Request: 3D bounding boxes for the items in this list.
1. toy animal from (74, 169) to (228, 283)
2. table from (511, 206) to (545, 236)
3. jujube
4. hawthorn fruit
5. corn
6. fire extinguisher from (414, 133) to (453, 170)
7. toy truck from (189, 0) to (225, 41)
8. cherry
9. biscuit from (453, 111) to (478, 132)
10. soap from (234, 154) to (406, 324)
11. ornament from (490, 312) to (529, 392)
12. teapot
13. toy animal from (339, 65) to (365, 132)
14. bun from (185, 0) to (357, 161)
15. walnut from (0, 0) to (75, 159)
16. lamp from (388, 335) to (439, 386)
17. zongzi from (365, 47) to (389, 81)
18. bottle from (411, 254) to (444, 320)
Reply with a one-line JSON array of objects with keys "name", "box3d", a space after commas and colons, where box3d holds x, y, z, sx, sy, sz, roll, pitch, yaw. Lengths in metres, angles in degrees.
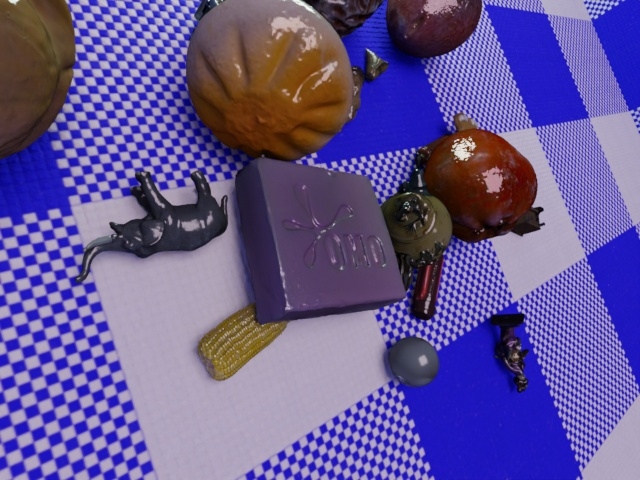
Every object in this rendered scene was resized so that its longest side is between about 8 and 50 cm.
[{"name": "toy animal", "box3d": [-0.268, -0.036, 0.670, 0.269, 0.082, 0.137, -19, 85, -36]}, {"name": "table", "box3d": [0.617, -0.066, 1.250, 0.083, 0.082, 0.070, 19, 66, -27]}, {"name": "jujube", "box3d": [0.040, -0.602, 0.971, 0.226, 0.226, 0.317, 50, 51, -10]}, {"name": "hawthorn fruit", "box3d": [0.373, -0.126, 1.008, 0.284, 0.284, 0.285, 10, 70, -30]}, {"name": "corn", "box3d": [-0.128, 0.163, 0.710, 0.165, 0.063, 0.085, -30, 81, -38]}, {"name": "fire extinguisher", "box3d": [0.306, -0.239, 1.123, 0.177, 0.050, 0.062, -33, 104, -34]}, {"name": "toy truck", "box3d": [-0.150, -0.392, 0.845, 0.257, 0.108, 0.140, 50, 42, -7]}, {"name": "cherry", "box3d": [0.303, -0.634, 1.143, 0.261, 0.221, 0.307, 40, 71, -7]}, {"name": "biscuit", "box3d": [0.438, -0.246, 1.192, 0.158, 0.035, 0.241, -11, 91, -49]}, {"name": "soap", "box3d": [0.000, 0.000, 0.787, 0.296, 0.107, 0.286, 0, 67, -41]}, {"name": "ornament", "box3d": [0.502, 0.290, 1.081, 0.081, 0.088, 0.203, -27, 104, -59]}, {"name": "teapot", "box3d": [0.190, -0.024, 0.887, 0.182, 0.173, 0.270, 51, 50, -64]}, {"name": "toy animal", "box3d": [0.062, -0.348, 0.988, 0.086, 0.069, 0.220, 30, 63, -33]}, {"name": "bun", "box3d": [-0.088, -0.249, 0.710, 0.298, 0.299, 0.165, 27, 49, -23]}, {"name": "walnut", "box3d": [-0.491, -0.216, 0.430, 0.383, 0.383, 0.384, 10, 70, -30]}, {"name": "lamp", "box3d": [0.196, 0.254, 0.869, 0.105, 0.105, 0.105, 10, 70, -30]}, {"name": "zongzi", "box3d": [0.128, -0.464, 1.086, 0.083, 0.040, 0.076, 45, 63, 1]}, {"name": "bottle", "box3d": [0.254, 0.107, 0.979, 0.060, 0.060, 0.164, 30, 62, -22]}]
